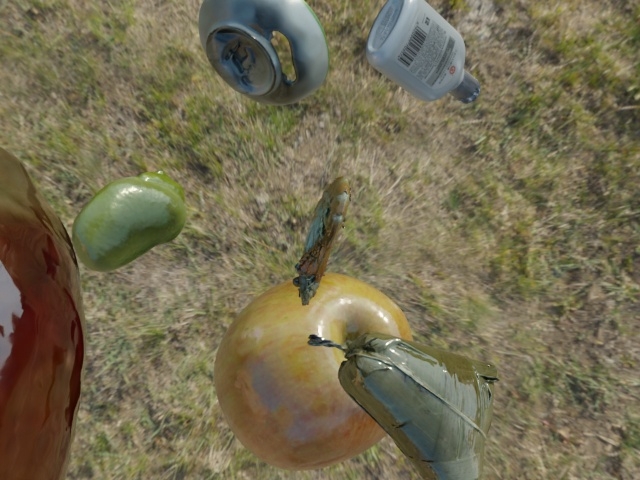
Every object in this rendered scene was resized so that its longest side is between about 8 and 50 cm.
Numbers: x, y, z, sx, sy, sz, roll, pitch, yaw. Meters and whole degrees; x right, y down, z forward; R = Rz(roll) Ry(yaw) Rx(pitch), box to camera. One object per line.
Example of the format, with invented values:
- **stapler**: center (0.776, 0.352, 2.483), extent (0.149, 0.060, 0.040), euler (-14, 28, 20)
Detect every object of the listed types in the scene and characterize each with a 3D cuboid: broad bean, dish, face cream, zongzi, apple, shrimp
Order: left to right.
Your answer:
- **broad bean**: center (-0.265, -0.029, 1.080), extent (0.082, 0.174, 0.124), euler (18, 124, 37)
- **dish**: center (-0.149, -0.413, 1.673), extent (0.324, 0.324, 0.124), euler (35, 57, 1)
- **apple**: center (-0.004, 0.249, 1.507), extent (0.392, 0.346, 0.391), euler (11, 58, -19)
- **shrimp**: center (0.000, 0.000, 1.029), extent (0.043, 0.091, 0.184), euler (16, 103, -15)
- **zongzi**: center (0.073, 0.179, 0.694), extent (0.189, 0.081, 0.178), euler (19, 68, -25)
- **face cream**: center (0.197, -0.324, 1.365), extent (0.071, 0.291, 0.143), euler (33, 99, 41)

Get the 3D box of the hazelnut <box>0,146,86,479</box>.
- **hazelnut**: center (-0.351, 0.103, 0.554), extent (0.421, 0.421, 0.352), euler (-35, 126, -3)
